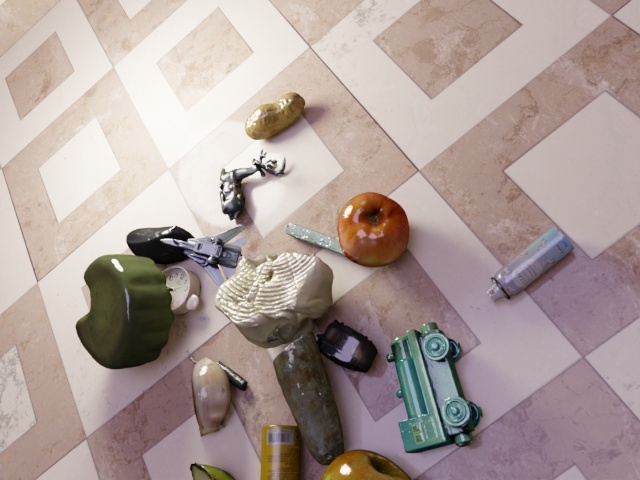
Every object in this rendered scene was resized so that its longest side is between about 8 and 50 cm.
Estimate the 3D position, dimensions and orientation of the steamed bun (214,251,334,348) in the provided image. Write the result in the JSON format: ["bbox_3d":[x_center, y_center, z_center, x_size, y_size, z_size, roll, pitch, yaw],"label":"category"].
[{"bbox_3d":[-0.111,0.168,1.647,0.319,0.206,0.275,-4,53,25],"label":"steamed bun"}]

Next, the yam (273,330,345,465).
[{"bbox_3d":[-0.022,0.406,1.515,0.133,0.133,0.331,-22,85,17],"label":"yam"}]

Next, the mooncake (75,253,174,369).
[{"bbox_3d":[-0.595,0.216,1.825,0.351,0.187,0.352,-5,83,41],"label":"mooncake"}]

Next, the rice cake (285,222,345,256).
[{"bbox_3d":[0.000,0.000,1.749,0.245,0.045,0.042,20,82,31],"label":"rice cake"}]

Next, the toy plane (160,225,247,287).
[{"bbox_3d":[-0.371,0.024,1.832,0.267,0.088,0.212,15,74,1],"label":"toy plane"}]

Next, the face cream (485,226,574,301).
[{"bbox_3d":[0.506,0.066,1.458,0.229,0.075,0.075,-41,58,7],"label":"face cream"}]

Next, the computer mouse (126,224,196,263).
[{"bbox_3d":[-0.529,0.023,1.944,0.269,0.138,0.086,-4,54,25],"label":"computer mouse"}]

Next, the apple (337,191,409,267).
[{"bbox_3d":[0.142,-0.028,1.607,0.209,0.164,0.210,1,68,-3],"label":"apple"}]

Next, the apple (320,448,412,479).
[{"bbox_3d":[0.104,0.603,1.362,0.236,0.237,0.208,24,95,32],"label":"apple"}]

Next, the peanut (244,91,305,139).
[{"bbox_3d":[-0.151,-0.409,1.954,0.225,0.108,0.095,-27,56,12],"label":"peanut"}]

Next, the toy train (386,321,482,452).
[{"bbox_3d":[0.262,0.355,1.439,0.194,0.120,0.298,-24,61,22],"label":"toy train"}]

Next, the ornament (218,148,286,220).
[{"bbox_3d":[-0.214,-0.187,1.910,0.236,0.080,0.202,-21,59,17],"label":"ornament"}]

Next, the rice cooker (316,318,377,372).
[{"bbox_3d":[0.068,0.281,1.564,0.165,0.112,0.106,31,80,31],"label":"rice cooker"}]

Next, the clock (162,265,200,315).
[{"bbox_3d":[-0.460,0.163,1.903,0.229,0.063,0.156,26,85,34],"label":"clock"}]

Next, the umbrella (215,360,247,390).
[{"bbox_3d":[-0.263,0.393,1.729,0.133,0.031,0.036,28,85,33],"label":"umbrella"}]

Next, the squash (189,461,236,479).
[{"bbox_3d":[-0.261,0.648,1.582,0.085,0.184,0.192,-30,53,-34],"label":"squash"}]

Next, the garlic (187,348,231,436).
[{"bbox_3d":[-0.328,0.409,1.710,0.148,0.128,0.267,-22,57,16],"label":"garlic"}]

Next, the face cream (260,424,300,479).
[{"bbox_3d":[-0.102,0.651,1.503,0.104,0.105,0.349,-10,66,22],"label":"face cream"}]
